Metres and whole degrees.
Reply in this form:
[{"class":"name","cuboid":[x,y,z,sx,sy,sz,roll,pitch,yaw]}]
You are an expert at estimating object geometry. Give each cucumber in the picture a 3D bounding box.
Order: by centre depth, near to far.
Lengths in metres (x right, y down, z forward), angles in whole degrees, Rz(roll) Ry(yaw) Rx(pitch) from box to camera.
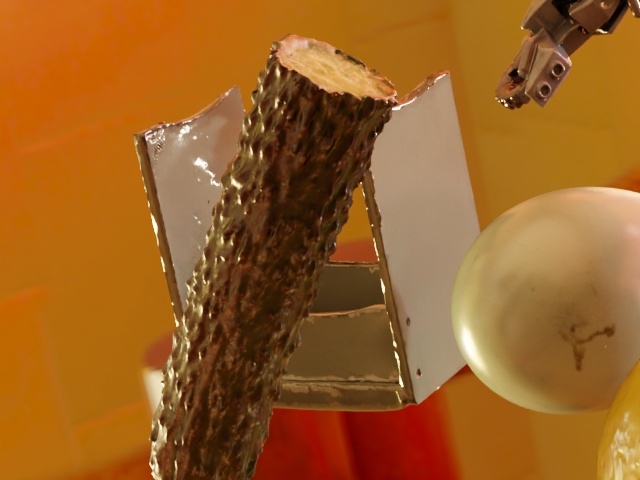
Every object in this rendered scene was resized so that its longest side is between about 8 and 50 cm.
[{"class":"cucumber","cuboid":[-0.048,0.040,1.331,0.096,0.359,0.096,17,23,-8]}]

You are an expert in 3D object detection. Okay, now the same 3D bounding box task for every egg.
[{"class":"egg","cuboid":[0.222,0.046,1.588,0.264,0.183,0.183,-13,14,-40]}]

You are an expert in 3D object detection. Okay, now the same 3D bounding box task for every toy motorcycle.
[{"class":"toy motorcycle","cuboid":[0.259,-0.217,1.930,0.215,0.080,0.122,-56,23,-11]}]

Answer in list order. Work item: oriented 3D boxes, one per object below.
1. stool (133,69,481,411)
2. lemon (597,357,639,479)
[{"class":"stool","cuboid":[0.000,0.000,1.751,0.243,0.270,0.170,-1,19,34]},{"class":"lemon","cuboid":[0.257,0.124,1.014,0.240,0.219,0.240,-34,-15,-10]}]
